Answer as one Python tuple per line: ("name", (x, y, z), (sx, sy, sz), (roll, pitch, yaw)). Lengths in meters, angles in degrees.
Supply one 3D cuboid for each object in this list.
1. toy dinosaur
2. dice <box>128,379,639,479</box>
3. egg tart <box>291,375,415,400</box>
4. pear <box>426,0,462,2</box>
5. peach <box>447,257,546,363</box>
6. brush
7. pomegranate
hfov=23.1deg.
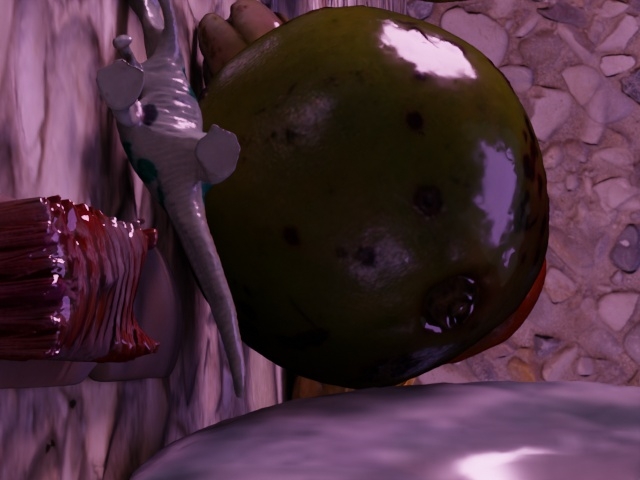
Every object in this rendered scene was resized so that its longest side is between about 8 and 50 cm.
("toy dinosaur", (-0.061, -0.033, 0.658), (0.106, 0.044, 0.187), (-156, -134, -79))
("dice", (0.080, 0.257, 0.629), (0.330, 0.328, 0.348), (-62, 151, -77))
("egg tart", (0.034, 0.063, 1.323), (0.291, 0.107, 0.291), (0, 90, -85))
("pear", (0.084, -0.326, 1.238), (0.321, 0.269, 0.269), (70, 18, -49))
("peach", (0.123, 0.022, 1.637), (0.256, 0.232, 0.232), (-128, -146, -71))
("brush", (-0.074, 0.021, 0.561), (0.321, 0.050, 0.060), (40, 46, -84))
("pomegranate", (0.009, -0.037, 0.813), (0.202, 0.202, 0.248), (83, -20, -46))
